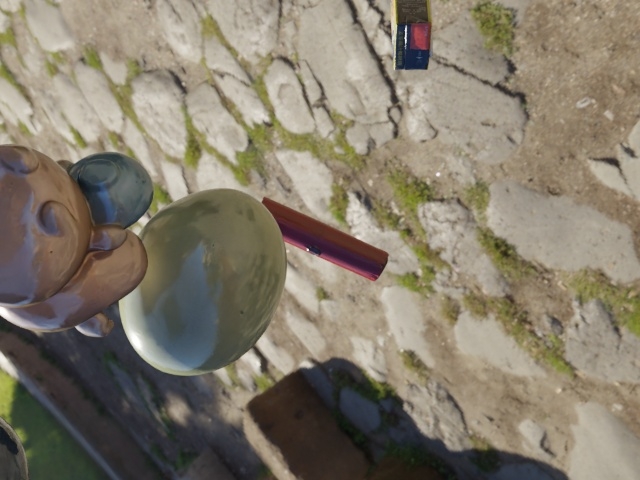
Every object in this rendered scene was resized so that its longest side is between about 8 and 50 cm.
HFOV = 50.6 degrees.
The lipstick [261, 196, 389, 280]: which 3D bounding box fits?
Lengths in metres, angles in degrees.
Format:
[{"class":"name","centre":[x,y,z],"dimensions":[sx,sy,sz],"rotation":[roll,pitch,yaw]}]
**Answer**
[{"class":"lipstick","centre":[0.001,-0.001,1.351],"dimensions":[0.279,0.073,0.073],"rotation":[24,148,-5]}]

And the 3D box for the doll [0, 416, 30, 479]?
[{"class":"doll","centre":[-0.359,0.279,0.631],"dimensions":[0.154,0.228,0.259],"rotation":[-18,91,46]}]

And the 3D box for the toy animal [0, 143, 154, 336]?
[{"class":"toy animal","centre":[-0.312,0.004,0.743],"dimensions":[0.229,0.221,0.210],"rotation":[-44,79,25]}]

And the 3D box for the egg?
[{"class":"egg","centre":[-0.161,0.056,0.932],"dimensions":[0.219,0.269,0.219],"rotation":[29,179,1]}]

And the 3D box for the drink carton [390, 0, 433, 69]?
[{"class":"drink carton","centre":[0.126,-0.307,0.931],"dimensions":[0.056,0.166,0.071],"rotation":[-2,136,6]}]
